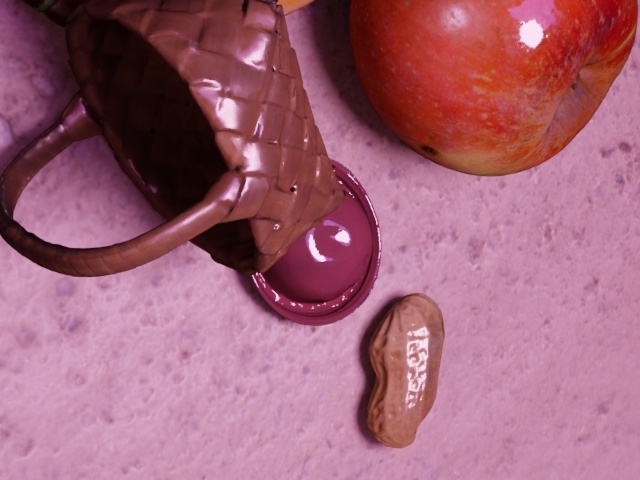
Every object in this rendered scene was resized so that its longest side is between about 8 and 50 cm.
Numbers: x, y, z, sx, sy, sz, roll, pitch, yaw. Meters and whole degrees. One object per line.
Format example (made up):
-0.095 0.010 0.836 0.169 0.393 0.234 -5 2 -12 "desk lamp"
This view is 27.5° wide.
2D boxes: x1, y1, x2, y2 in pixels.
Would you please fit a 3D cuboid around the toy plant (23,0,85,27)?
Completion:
-0.293 -0.294 1.352 0.162 0.093 0.092 40 71 -24 "toy plant"

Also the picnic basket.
-0.175 -0.079 1.308 0.337 0.293 0.337 -22 124 -36 "picnic basket"

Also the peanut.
0.103 0.159 1.612 0.093 0.083 0.194 20 79 -45 "peanut"

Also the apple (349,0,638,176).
0.200 -0.249 1.538 0.348 0.277 0.348 -42 156 -24 "apple"

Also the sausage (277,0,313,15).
-0.026 -0.343 1.512 0.354 0.116 0.134 -37 120 -22 "sausage"

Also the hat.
0.000 0.000 1.543 0.206 0.089 0.205 0 90 -32 "hat"
